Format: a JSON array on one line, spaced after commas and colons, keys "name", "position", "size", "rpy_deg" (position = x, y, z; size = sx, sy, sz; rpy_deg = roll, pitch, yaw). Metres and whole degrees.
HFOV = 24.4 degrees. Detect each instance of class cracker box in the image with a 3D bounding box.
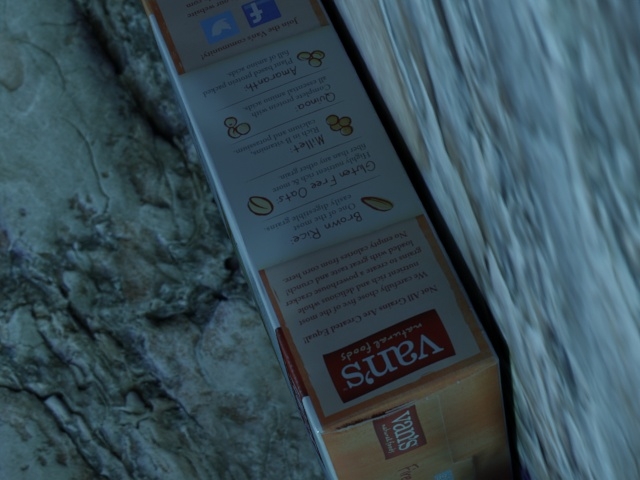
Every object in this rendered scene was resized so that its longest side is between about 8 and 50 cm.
[{"name": "cracker box", "position": [0.000, 0.000, 0.578], "size": [0.155, 0.067, 0.232], "rpy_deg": [74, 173, -57]}]
